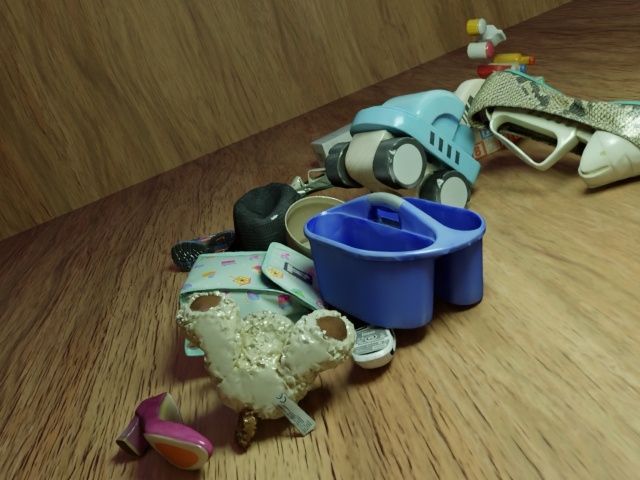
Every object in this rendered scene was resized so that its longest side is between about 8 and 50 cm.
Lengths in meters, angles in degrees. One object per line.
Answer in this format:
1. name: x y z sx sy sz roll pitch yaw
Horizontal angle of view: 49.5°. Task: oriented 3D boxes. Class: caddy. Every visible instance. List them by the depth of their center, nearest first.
1. caddy: 0.121 0.007 1.167 0.241 0.179 0.341 -18 20 -29

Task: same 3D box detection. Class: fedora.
1. fedora: -0.110 -0.042 1.636 0.334 0.152 0.334 -15 25 7

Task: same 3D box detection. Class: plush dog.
1. plush dog: -0.081 0.182 1.073 0.262 0.210 0.225 9 9 5

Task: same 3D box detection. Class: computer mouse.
1. computer mouse: 0.083 0.159 1.097 0.106 0.042 0.193 -14 15 10

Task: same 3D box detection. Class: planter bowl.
1. planter bowl: 0.000 0.000 1.458 0.162 0.109 0.162 6 47 -6

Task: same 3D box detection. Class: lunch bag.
1. lunch bag: -0.111 0.105 1.285 0.262 0.160 0.223 -4 16 2

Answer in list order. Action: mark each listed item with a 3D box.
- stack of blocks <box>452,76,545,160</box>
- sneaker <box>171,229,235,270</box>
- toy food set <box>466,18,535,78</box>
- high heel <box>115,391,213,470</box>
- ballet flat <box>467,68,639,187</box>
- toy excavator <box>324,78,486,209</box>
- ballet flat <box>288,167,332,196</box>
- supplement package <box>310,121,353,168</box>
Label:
1. stack of blocks: 0.443 -0.329 1.804 0.297 0.171 0.087 -25 19 -9
2. sneaker: -0.295 0.024 1.848 0.221 0.083 0.087 -11 8 17
3. toy food set: 0.453 -0.472 1.748 0.104 0.232 0.111 7 77 34
4. high heel: -0.213 0.276 1.051 0.244 0.082 0.117 -20 24 50
5. ballet flat: 0.498 -0.203 1.367 0.483 0.164 0.182 28 74 38
6. toy excavator: 0.285 -0.253 1.574 0.222 0.433 0.445 7 72 55
7. ballet flat: -0.040 -0.172 2.078 0.213 0.068 0.072 -20 19 10
8. supplement package: 0.080 -0.303 2.237 0.179 0.105 0.105 -28 19 -15
